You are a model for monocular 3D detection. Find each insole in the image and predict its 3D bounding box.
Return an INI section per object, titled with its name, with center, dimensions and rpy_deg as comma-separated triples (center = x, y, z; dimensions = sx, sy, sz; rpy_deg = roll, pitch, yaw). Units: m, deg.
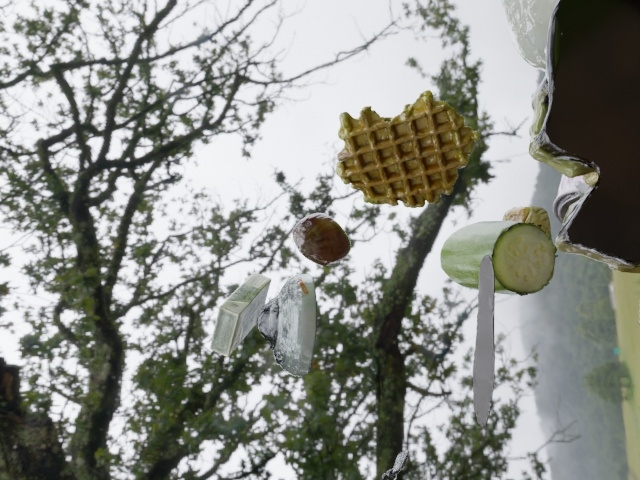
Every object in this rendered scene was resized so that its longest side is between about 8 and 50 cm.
[insole]
center = 0.308, 0.190, 1.027
dimensions = 0.111, 0.007, 0.328
rpy_deg = -137, 48, -85

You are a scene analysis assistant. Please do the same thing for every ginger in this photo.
[ginger]
center = 0.374, -0.090, 0.628
dimensions = 0.211, 0.358, 0.413
rpy_deg = 97, 159, -73

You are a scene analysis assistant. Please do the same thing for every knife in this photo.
[knife]
center = 0.180, 0.527, 1.286
dimensions = 0.230, 0.028, 0.060
rpy_deg = 99, -167, -56

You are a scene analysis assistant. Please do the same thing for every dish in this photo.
[dish]
center = -0.102, 0.219, 1.450
dimensions = 0.273, 0.133, 0.273
rpy_deg = -175, 90, -78

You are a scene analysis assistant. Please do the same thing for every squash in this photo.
[squash]
center = 0.445, 0.042, 1.399
dimensions = 0.260, 0.189, 0.189
rpy_deg = 174, 87, -77

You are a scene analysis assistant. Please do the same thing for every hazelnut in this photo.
[hazelnut]
center = -0.001, 0.002, 2.010
dimensions = 0.181, 0.212, 0.181
rpy_deg = -41, -22, -13

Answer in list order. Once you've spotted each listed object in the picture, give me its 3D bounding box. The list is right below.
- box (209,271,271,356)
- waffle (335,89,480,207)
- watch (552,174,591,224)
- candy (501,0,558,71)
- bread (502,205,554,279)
[box]
center = -0.246, 0.226, 1.724
dimensions = 0.256, 0.069, 0.164
rpy_deg = -49, -21, -63
[waffle]
center = 0.183, -0.192, 1.197
dimensions = 0.058, 0.300, 0.282
rpy_deg = -85, 1, -54
[watch]
center = 0.676, -0.081, 1.265
dimensions = 0.231, 0.244, 0.196
rpy_deg = 86, -153, -62
[candy]
center = 0.377, -0.466, 0.824
dimensions = 0.427, 0.186, 0.386
rpy_deg = -45, -33, -56
[bread]
center = 0.593, 0.019, 1.583
dimensions = 0.106, 0.140, 0.236
rpy_deg = -8, -88, -19
